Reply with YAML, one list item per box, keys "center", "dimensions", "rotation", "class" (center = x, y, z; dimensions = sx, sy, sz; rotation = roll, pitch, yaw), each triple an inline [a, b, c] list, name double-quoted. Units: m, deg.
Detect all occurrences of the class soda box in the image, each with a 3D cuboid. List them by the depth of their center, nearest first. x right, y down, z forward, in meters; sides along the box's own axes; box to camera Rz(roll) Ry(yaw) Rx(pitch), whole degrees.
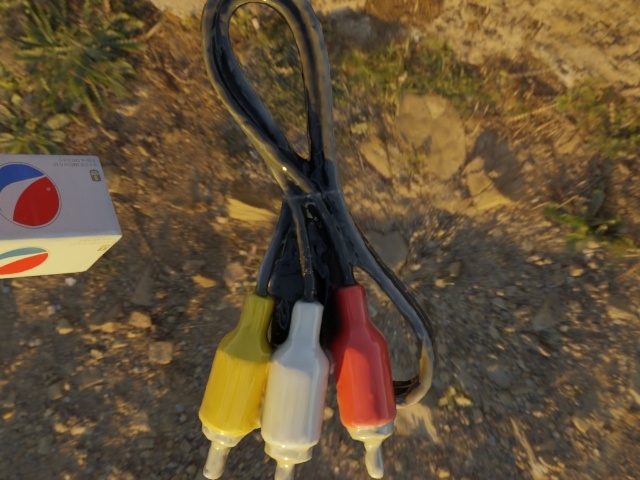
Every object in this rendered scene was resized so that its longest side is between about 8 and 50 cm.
- center: [-0.256, -0.015, 0.664]
  dimensions: [0.069, 0.216, 0.073]
  rotation: [-36, 67, 41]
  class: "soda box"

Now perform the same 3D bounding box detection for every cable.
- center: [0.000, 0.000, 0.510]
  dimensions: [0.140, 0.072, 0.287]
  rotation: [-1, 105, -2]
  class: "cable"
